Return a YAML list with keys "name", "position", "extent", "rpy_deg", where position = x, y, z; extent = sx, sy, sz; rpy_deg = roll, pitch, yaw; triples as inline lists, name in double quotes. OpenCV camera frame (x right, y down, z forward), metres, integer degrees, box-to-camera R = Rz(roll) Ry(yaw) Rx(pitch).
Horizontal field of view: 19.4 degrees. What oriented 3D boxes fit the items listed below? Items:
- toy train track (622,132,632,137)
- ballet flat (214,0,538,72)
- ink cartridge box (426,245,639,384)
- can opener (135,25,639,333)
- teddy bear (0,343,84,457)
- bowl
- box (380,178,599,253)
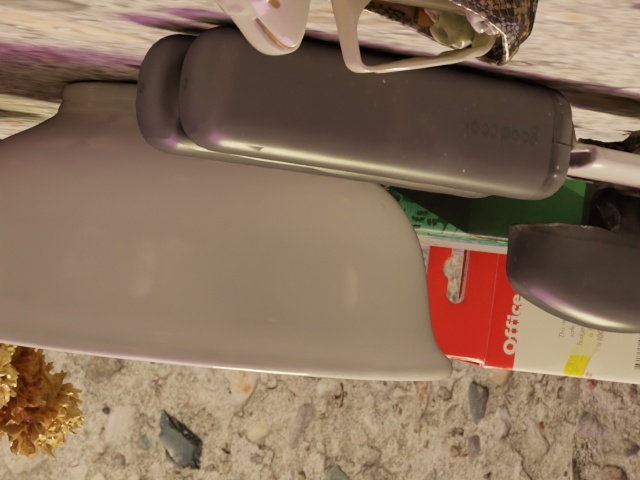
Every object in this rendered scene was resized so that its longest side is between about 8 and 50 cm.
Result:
- name: "toy train track"
  position: [0.166, -0.042, 0.913]
  extent: [0.048, 0.014, 0.083]
  rpy_deg: [7, 179, -5]
- name: "ballet flat"
  position: [0.003, -0.060, 0.435]
  extent: [0.114, 0.041, 0.041]
  rpy_deg: [8, 178, -27]
- name: "ink cartridge box"
  position: [0.178, 0.032, 1.374]
  extent: [0.231, 0.134, 0.078]
  rpy_deg: [8, 179, -13]
- name: "can opener"
  position: [0.062, -0.017, 0.751]
  extent: [0.283, 0.095, 0.076]
  rpy_deg: [7, 178, -30]
- name: "teddy bear"
  position: [-0.226, 0.027, 1.140]
  extent: [0.113, 0.245, 0.338]
  rpy_deg: [-32, 177, 15]
- name: "bowl"
  position: [-0.073, -0.007, 0.987]
  extent: [0.297, 0.134, 0.298]
  rpy_deg: [6, 178, 0]
- name: "box"
  position: [0.194, -0.011, 1.165]
  extent: [0.322, 0.058, 0.232]
  rpy_deg: [6, 179, 8]
